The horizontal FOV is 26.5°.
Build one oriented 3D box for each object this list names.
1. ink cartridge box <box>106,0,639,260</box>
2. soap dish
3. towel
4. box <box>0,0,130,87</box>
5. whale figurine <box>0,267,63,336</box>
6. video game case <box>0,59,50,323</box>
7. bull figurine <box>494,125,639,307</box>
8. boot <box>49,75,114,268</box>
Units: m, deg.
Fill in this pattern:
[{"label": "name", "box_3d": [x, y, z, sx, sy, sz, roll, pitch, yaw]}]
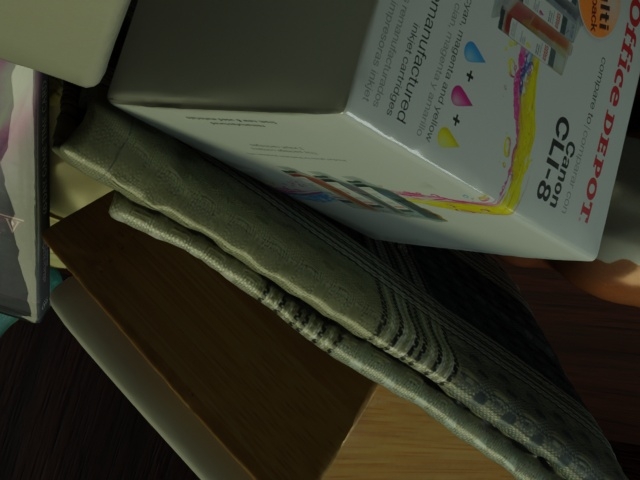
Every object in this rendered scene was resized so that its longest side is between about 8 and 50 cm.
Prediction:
[{"label": "ink cartridge box", "box_3d": [0.033, -0.079, 0.551, 0.127, 0.128, 0.176, 7, 168, 41]}, {"label": "soap dish", "box_3d": [-0.001, 0.067, 0.830, 0.229, 0.118, 0.291, 43, -167, 27]}, {"label": "towel", "box_3d": [0.000, 0.000, 0.699, 0.324, 0.056, 0.312, 36, -167, -17]}, {"label": "box", "box_3d": [-0.078, -0.144, 0.305, 0.127, 0.148, 0.232, 18, 170, -12]}, {"label": "whale figurine", "box_3d": [-0.300, -0.046, 0.997, 0.272, 0.216, 0.141, 51, 146, -1]}, {"label": "video game case", "box_3d": [-0.259, -0.079, 0.831, 0.196, 0.026, 0.274, 15, 129, 8]}, {"label": "bull figurine", "box_3d": [0.194, -0.015, 0.736, 0.310, 0.101, 0.188, 9, 166, 31]}, {"label": "boot", "box_3d": [-0.119, -0.075, 0.906, 0.262, 0.095, 0.203, -7, 145, 16]}]
